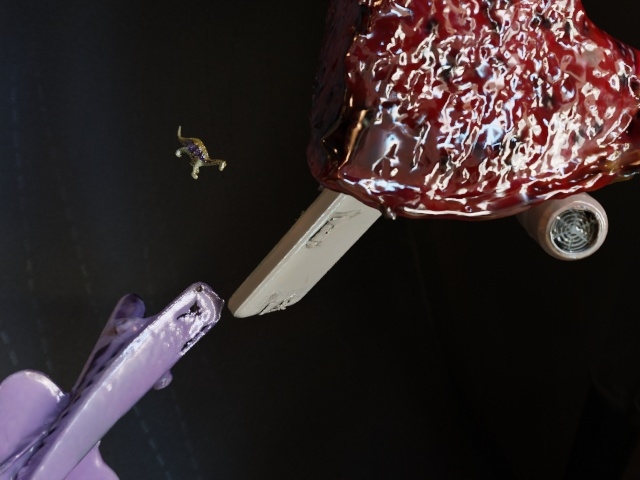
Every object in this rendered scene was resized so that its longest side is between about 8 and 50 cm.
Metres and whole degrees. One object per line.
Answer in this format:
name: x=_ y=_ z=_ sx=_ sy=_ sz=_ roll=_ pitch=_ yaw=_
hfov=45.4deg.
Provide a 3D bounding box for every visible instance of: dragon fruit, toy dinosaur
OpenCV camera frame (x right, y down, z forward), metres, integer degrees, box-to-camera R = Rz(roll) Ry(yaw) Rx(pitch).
dragon fruit: x=0.140 y=-0.116 z=0.727 sx=0.329 sy=0.228 sz=0.286 roll=18 pitch=79 yaw=-19
toy dinosaur: x=-0.223 y=-0.149 z=1.342 sx=0.180 sy=0.037 sz=0.058 roll=39 pitch=94 yaw=35

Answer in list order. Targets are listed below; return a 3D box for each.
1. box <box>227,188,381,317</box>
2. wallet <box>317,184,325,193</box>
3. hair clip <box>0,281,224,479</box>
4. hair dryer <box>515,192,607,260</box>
box: x=0.000 y=0.000 z=0.981 sx=0.285 sy=0.142 sz=0.044 roll=-48 pitch=67 yaw=30
wallet: x=0.073 y=-0.158 z=1.615 sx=0.111 sy=0.030 sz=0.166 roll=21 pitch=78 yaw=46
hair clip: x=-0.181 y=0.141 z=0.604 sx=0.090 sy=0.278 sz=0.137 roll=-8 pitch=121 yaw=41
hair dryer: x=0.294 y=-0.128 z=1.173 sx=0.106 sy=0.189 sz=0.344 roll=-39 pitch=102 yaw=12
